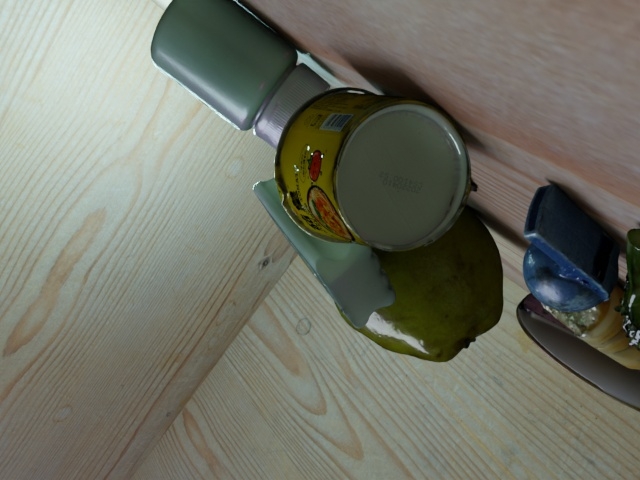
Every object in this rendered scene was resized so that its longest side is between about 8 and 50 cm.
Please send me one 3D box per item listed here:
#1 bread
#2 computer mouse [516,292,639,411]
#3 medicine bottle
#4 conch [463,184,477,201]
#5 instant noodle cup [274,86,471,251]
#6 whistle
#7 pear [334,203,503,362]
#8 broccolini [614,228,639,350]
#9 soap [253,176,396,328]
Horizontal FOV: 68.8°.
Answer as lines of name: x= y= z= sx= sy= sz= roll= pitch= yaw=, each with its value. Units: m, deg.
bread: x=0.378 y=0.102 z=0.625 sx=0.177 sy=0.084 sz=0.119 roll=33 pitch=-169 yaw=-23
computer mouse: x=0.455 y=0.182 z=0.724 sx=0.310 sy=0.072 sz=0.158 roll=30 pitch=-153 yaw=31
medicine bottle: x=-0.111 y=-0.240 z=0.661 sx=0.225 sy=0.139 sz=0.139 roll=36 pitch=-172 yaw=-8
conch: x=0.094 y=-0.092 z=0.735 sx=0.182 sy=0.149 sz=0.275 roll=38 pitch=-176 yaw=-31
instant noodle cup: x=0.055 y=-0.070 z=0.485 sx=0.182 sy=0.182 sz=0.144 roll=34 pitch=180 yaw=-22
whistle: x=0.225 y=0.017 z=0.442 sx=0.157 sy=0.090 sz=0.090 roll=34 pitch=-171 yaw=-20
pear: x=0.185 y=0.053 z=0.985 sx=0.352 sy=0.352 sz=0.413 roll=29 pitch=-162 yaw=-43
broccolini: x=0.279 y=0.052 z=0.405 sx=0.202 sy=0.068 sz=0.091 roll=32 pitch=-152 yaw=-35
soap: x=0.000 y=0.000 z=0.820 sx=0.289 sy=0.095 sz=0.173 roll=49 pitch=174 yaw=46
